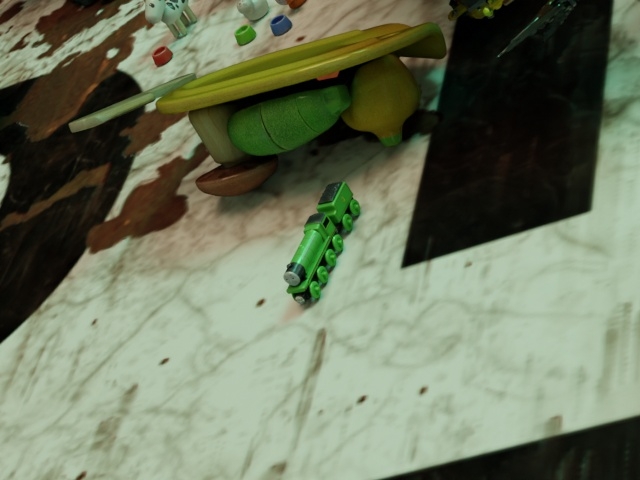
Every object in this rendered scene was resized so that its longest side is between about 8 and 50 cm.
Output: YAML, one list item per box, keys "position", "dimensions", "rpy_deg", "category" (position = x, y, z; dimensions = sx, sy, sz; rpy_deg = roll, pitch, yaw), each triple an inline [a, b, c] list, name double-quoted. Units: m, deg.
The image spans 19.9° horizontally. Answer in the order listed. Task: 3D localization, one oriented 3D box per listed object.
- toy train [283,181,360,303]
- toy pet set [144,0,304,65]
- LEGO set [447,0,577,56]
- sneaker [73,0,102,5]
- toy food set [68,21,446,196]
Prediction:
- position: [0.000, 0.000, 0.982]
  dimensions: [0.017, 0.023, 0.083]
  rpy_deg: [-11, 36, 34]
  category: "toy train"
- position: [-0.068, -0.193, 1.290]
  dimensions: [0.122, 0.065, 0.114]
  rpy_deg: [-11, 37, 34]
  category: "toy pet set"
- position: [0.184, -0.209, 1.019]
  dimensions: [0.331, 0.192, 0.255]
  rpy_deg: [-36, 0, -12]
  category: "LEGO set"
- position: [-0.228, -0.291, 1.544]
  dimensions: [0.121, 0.112, 0.299]
  rpy_deg: [-41, 30, -14]
  category: "sneaker"
- position: [-0.023, -0.072, 1.080]
  dimensions: [0.218, 0.071, 0.128]
  rpy_deg: [-11, 12, 30]
  category: "toy food set"
